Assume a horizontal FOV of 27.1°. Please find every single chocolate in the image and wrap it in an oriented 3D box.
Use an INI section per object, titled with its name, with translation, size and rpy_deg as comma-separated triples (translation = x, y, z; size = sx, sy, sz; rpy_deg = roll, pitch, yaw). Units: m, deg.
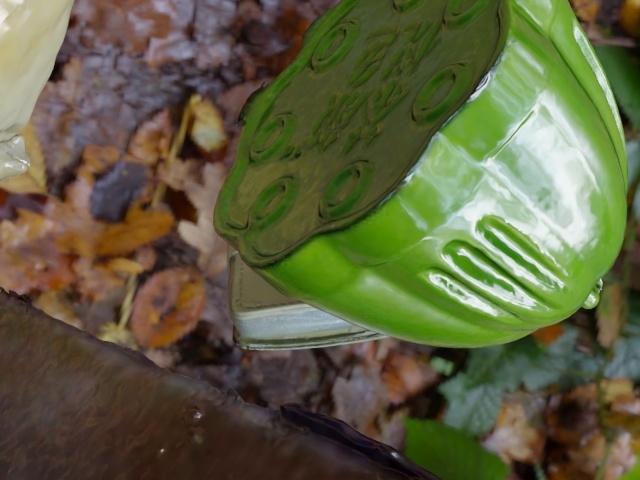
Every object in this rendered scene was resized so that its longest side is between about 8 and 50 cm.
[chocolate]
translation = -0.057, 0.117, 0.500
size = 0.112, 0.321, 0.112
rpy_deg = -54, 136, -21

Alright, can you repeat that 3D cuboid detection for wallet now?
[wallet]
translation = 0.000, 0.000, 0.768
size = 0.110, 0.155, 0.039
rpy_deg = -9, 126, 5

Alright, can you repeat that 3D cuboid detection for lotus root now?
[lotus root]
translation = 0.071, -0.019, 0.591
size = 0.186, 0.186, 0.186
rpy_deg = -14, 111, -41

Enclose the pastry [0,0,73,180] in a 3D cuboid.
[pastry]
translation = -0.215, -0.071, 0.414
size = 0.256, 0.236, 0.170
rpy_deg = -18, 120, -43
